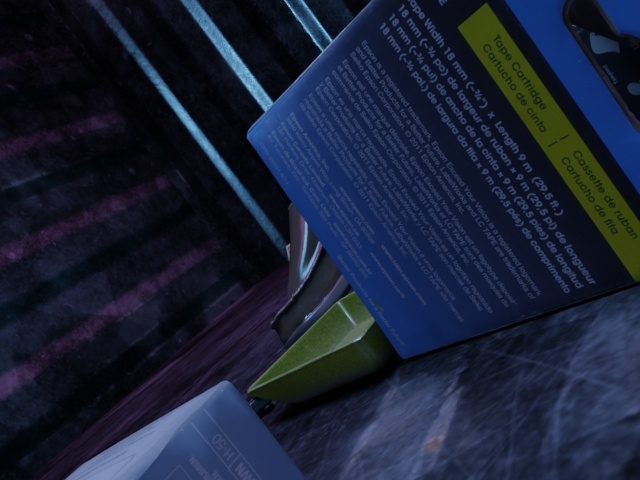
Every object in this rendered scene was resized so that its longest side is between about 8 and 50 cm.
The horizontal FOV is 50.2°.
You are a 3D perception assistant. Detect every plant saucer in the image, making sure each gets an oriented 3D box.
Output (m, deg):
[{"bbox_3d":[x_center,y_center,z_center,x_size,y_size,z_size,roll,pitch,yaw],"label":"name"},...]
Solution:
[{"bbox_3d":[0.039,0.095,0.704,0.188,0.045,0.188,-34,4,44],"label":"plant saucer"}]

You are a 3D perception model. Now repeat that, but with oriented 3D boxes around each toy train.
[{"bbox_3d":[-0.036,0.159,0.801,0.158,0.027,0.036,-39,-7,-25],"label":"toy train"}]

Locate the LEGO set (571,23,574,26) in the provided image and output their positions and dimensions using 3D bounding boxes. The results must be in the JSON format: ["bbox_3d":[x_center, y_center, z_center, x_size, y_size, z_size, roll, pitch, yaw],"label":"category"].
[{"bbox_3d":[0.485,-0.433,1.039,0.331,0.192,0.255,-29,-32,14],"label":"LEGO set"}]

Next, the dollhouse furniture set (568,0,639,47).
[{"bbox_3d":[0.280,-0.239,0.307,0.303,0.198,0.286,-43,40,4],"label":"dollhouse furniture set"}]

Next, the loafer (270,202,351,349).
[{"bbox_3d":[0.000,0.000,1.019,0.366,0.130,0.134,-64,3,-38],"label":"loafer"}]

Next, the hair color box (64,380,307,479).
[{"bbox_3d":[-0.163,0.234,0.294,0.185,0.114,0.374,-35,3,37],"label":"hair color box"}]

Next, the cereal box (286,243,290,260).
[{"bbox_3d":[0.066,-0.014,1.322,0.173,0.047,0.240,1,-22,-37],"label":"cereal box"}]

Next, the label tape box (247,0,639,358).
[{"bbox_3d":[0.118,-0.071,0.484,0.106,0.241,0.333,-37,3,-38],"label":"label tape box"}]

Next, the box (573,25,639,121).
[{"bbox_3d":[0.236,-0.110,0.616,0.165,0.143,0.270,-39,3,-40],"label":"box"}]
